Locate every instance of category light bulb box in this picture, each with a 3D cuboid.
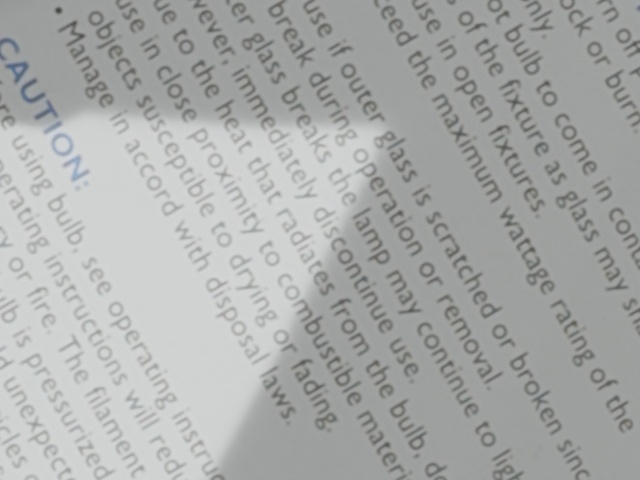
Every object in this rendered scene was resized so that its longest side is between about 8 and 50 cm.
[{"bbox_3d":[0.000,0.000,0.678,0.361,0.358,0.225,-30,93,-2],"label":"light bulb box"}]
